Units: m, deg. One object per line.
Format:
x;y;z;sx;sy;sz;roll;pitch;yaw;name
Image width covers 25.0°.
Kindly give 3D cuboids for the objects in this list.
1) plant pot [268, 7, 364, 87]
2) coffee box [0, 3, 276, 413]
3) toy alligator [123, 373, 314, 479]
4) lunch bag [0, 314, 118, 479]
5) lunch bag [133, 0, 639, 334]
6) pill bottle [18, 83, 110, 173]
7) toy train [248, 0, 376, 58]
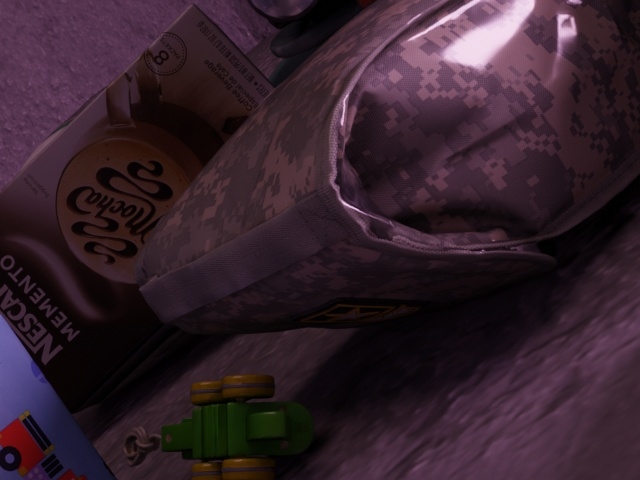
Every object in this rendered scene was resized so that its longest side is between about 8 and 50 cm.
0.072;-0.169;1.294;0.234;0.165;0.166;-36;11;25;plant pot
-0.143;-0.021;1.162;0.297;0.168;0.119;-44;-5;4;coffee box
-0.052;0.110;0.815;0.051;0.056;0.189;5;-14;-30;toy alligator
-0.258;0.160;0.726;0.138;0.221;0.293;-29;8;36;lunch bag
0.047;-0.045;0.830;0.287;0.169;0.235;-39;9;-33;lunch bag
-0.169;-0.055;1.421;0.204;0.204;0.361;-34;12;11;pill bottle
0.025;-0.253;1.052;0.190;0.142;0.334;-32;17;19;toy train
